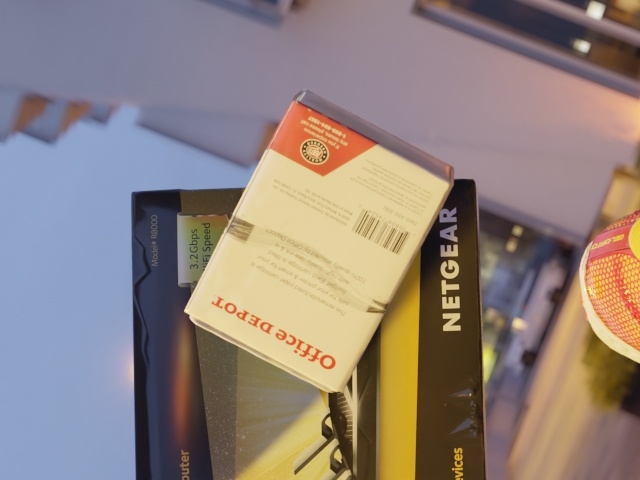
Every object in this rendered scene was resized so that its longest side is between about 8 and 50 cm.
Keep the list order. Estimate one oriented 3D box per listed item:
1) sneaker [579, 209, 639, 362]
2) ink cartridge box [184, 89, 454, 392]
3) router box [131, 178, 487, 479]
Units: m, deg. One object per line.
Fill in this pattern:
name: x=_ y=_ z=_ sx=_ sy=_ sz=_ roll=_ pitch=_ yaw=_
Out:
sneaker: x=0.168 y=0.038 z=0.594 sx=0.067 sy=0.175 sz=0.064 roll=142 pitch=145 yaw=-70
ink cartridge box: x=0.000 y=0.000 z=1.020 sx=0.135 sy=0.099 sz=0.056 roll=-62 pitch=1 yaw=13
router box: x=-0.005 y=0.115 z=1.296 sx=0.081 sy=0.243 sz=0.309 roll=36 pitch=-129 yaw=-82
